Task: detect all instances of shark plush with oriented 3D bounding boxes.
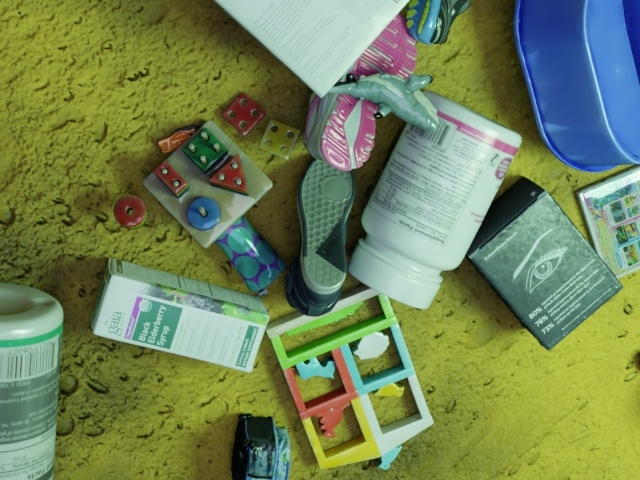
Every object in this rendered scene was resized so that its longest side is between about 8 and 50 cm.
[{"bbox_3d":[0.086,-0.192,1.704,0.161,0.073,0.067,15,67,-27],"label":"shark plush"}]

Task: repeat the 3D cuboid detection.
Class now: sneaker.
[{"bbox_3d":[-0.002,0.000,1.850,0.086,0.163,0.226,8,63,-3],"label":"sneaker"},{"bbox_3d":[0.043,-0.216,1.788,0.103,0.111,0.252,38,72,-29],"label":"sneaker"},{"bbox_3d":[0.180,-0.366,1.798,0.078,0.067,0.188,17,94,-48],"label":"sneaker"}]

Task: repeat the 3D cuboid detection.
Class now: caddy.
[{"bbox_3d":[0.404,-0.261,1.807,0.241,0.179,0.341,-27,109,-26],"label":"caddy"}]

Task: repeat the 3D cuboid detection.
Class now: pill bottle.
[{"bbox_3d":[0.157,-0.057,1.820,0.160,0.160,0.283,23,100,-16],"label":"pill bottle"},{"bbox_3d":[-0.469,0.254,1.764,0.204,0.204,0.361,4,104,-12],"label":"pill bottle"}]

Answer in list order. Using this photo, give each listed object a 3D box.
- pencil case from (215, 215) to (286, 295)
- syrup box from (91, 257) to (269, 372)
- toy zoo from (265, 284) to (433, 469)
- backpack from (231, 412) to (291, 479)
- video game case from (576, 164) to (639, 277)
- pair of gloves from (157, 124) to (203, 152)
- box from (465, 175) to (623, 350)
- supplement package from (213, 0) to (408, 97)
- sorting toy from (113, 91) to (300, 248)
[{"bbox_3d":[-0.119,0.006,1.836,0.070,0.064,0.152,-34,109,18],"label":"pencil case"},{"bbox_3d":[-0.203,0.107,1.832,0.236,0.096,0.093,15,102,-15],"label":"syrup box"},{"bbox_3d":[0.053,0.225,1.946,0.192,0.030,0.293,-21,107,-4],"label":"toy zoo"},{"bbox_3d":[-0.089,0.332,1.910,0.084,0.105,0.114,8,109,-12],"label":"backpack"},{"bbox_3d":[0.482,-0.032,1.964,0.143,0.019,0.157,-23,109,-4],"label":"video game case"},{"bbox_3d":[-0.188,-0.121,1.817,0.074,0.010,0.083,-20,109,-8],"label":"pair of gloves"},{"bbox_3d":[0.323,0.033,1.904,0.153,0.108,0.207,-40,108,2],"label":"box"},{"bbox_3d":[-0.043,-0.361,1.680,0.262,0.198,0.199,41,95,-18],"label":"supplement package"},{"bbox_3d":[-0.152,-0.089,1.769,0.274,0.046,0.132,-43,81,-6],"label":"sorting toy"}]
